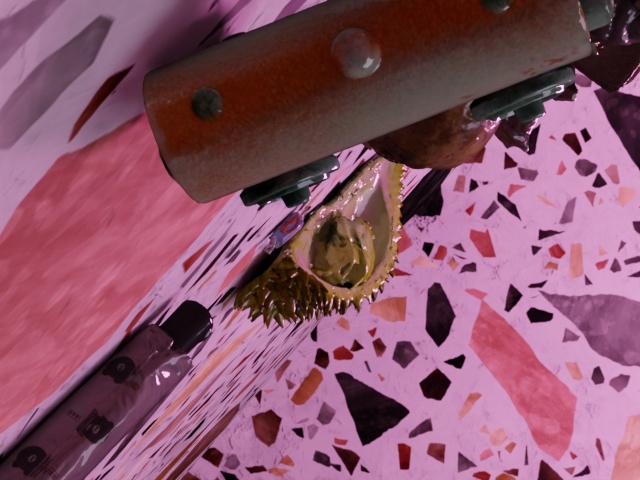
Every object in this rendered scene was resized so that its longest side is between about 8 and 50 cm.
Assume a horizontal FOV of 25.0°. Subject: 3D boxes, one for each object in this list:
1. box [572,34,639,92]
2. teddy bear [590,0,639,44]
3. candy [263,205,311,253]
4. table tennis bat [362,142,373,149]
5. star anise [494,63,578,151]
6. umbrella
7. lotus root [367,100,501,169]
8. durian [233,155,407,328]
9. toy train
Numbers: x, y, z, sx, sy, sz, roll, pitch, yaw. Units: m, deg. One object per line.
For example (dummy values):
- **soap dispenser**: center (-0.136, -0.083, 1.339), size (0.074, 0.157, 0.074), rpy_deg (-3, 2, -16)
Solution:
- **box**: center (0.415, -0.359, 1.945), size (0.273, 0.184, 0.143), rpy_deg (-54, 173, 19)
- **teddy bear**: center (0.309, -0.289, 1.360), size (0.251, 0.144, 0.171), rpy_deg (87, 10, -55)
- **candy**: center (-0.039, -0.012, 1.703), size (0.083, 0.020, 0.030), rpy_deg (-44, 172, -29)
- **table tennis bat**: center (0.140, -0.143, 1.687), size (0.170, 0.119, 0.107), rpy_deg (-53, 172, 28)
- **star anise**: center (0.194, -0.197, 1.435), size (0.073, 0.212, 0.197), rpy_deg (0, 166, -29)
- **umbrella**: center (-0.222, 0.177, 1.388), size (0.337, 0.067, 0.073), rpy_deg (-46, -175, -31)
- **lotus root**: center (0.117, -0.147, 1.369), size (0.138, 0.138, 0.214), rpy_deg (-43, 178, -43)
- **durian**: center (-0.002, 0.010, 1.897), size (0.355, 0.157, 0.169), rpy_deg (-42, 136, -52)
- **toy train**: center (0.030, -0.100, 0.828), size (0.285, 0.116, 0.177), rpy_deg (-19, 178, 9)
